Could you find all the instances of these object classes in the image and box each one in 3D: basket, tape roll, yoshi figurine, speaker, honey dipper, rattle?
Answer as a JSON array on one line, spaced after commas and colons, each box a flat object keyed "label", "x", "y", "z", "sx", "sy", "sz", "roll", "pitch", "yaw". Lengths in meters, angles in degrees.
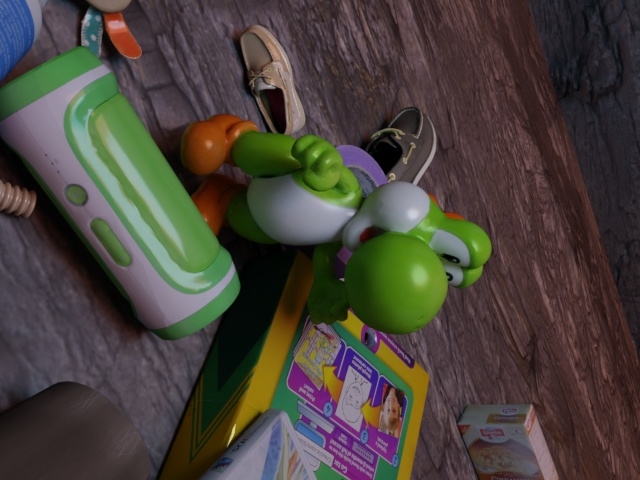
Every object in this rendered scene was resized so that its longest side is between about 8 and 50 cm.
[{"label": "basket", "x": -0.257, "y": 0.233, "z": 0.483, "sx": 0.227, "sy": 0.154, "sz": 0.204, "roll": -43, "pitch": 110, "yaw": -52}, {"label": "tape roll", "x": 0.028, "y": -0.039, "z": 0.894, "sx": 0.189, "sy": 0.080, "sz": 0.189, "roll": 18, "pitch": 66, "yaw": -47}, {"label": "yoshi figurine", "x": 0.004, "y": -0.008, "z": 0.690, "sx": 0.203, "sy": 0.362, "sz": 0.203, "roll": 42, "pitch": 67, "yaw": -77}, {"label": "speaker", "x": -0.204, "y": -0.042, "z": 0.639, "sx": 0.297, "sy": 0.131, "sz": 0.131, "roll": 60, "pitch": 41, "yaw": -21}, {"label": "honey dipper", "x": -0.339, "y": -0.056, "z": 0.548, "sx": 0.160, "sy": 0.030, "sz": 0.031, "roll": 22, "pitch": 64, "yaw": -46}, {"label": "rattle", "x": -0.273, "y": -0.320, "z": 0.705, "sx": 0.130, "sy": 0.142, "sz": 0.200, "roll": -38, "pitch": 132, "yaw": -16}]

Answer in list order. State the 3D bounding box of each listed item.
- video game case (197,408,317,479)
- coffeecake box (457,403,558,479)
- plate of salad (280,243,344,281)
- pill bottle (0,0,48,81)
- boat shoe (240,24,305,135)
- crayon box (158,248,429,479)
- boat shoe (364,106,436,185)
[{"label": "video game case", "x": -0.072, "y": 0.395, "z": 0.614, "sx": 0.300, "sy": 0.036, "sz": 0.329, "roll": -39, "pitch": 113, "yaw": -45}, {"label": "coffeecake box", "x": 0.382, "y": 0.429, "z": 1.247, "sx": 0.068, "sy": 0.142, "sz": 0.186, "roll": -40, "pitch": 112, "yaw": -49}, {"label": "plate of salad", "x": 0.000, "y": 0.000, "z": 0.951, "sx": 0.199, "sy": 0.048, "sz": 0.200, "roll": 17, "pitch": 68, "yaw": -47}, {"label": "pill bottle", "x": -0.321, "y": -0.187, "z": 0.525, "sx": 0.124, "sy": 0.124, "sz": 0.222, "roll": 48, "pitch": 43, "yaw": -33}, {"label": "boat shoe", "x": -0.075, "y": -0.232, "z": 0.906, "sx": 0.170, "sy": 0.063, "sz": 0.059, "roll": 64, "pitch": 34, "yaw": -19}, {"label": "crayon box", "x": -0.004, "y": 0.245, "z": 0.834, "sx": 0.363, "sy": 0.106, "sz": 0.313, "roll": 46, "pitch": 50, "yaw": -34}, {"label": "boat shoe", "x": 0.130, "y": -0.147, "z": 1.109, "sx": 0.091, "sy": 0.109, "sz": 0.305, "roll": 52, "pitch": 48, "yaw": -36}]
